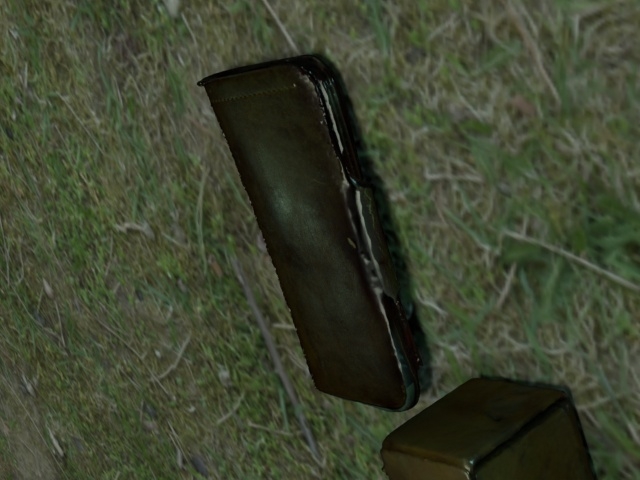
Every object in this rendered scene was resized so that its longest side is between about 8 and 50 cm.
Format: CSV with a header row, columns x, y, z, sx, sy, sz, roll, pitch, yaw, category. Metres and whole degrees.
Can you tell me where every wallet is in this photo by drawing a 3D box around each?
x,y,z,sx,sy,sz,roll,pitch,yaw,category
0.000,0.000,0.870,0.137,0.031,0.255,2,116,53,wallet

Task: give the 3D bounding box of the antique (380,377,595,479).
x,y,z,sx,sy,sz,roll,pitch,yaw,category
0.139,0.247,0.802,0.087,0.093,0.310,0,114,54,antique
